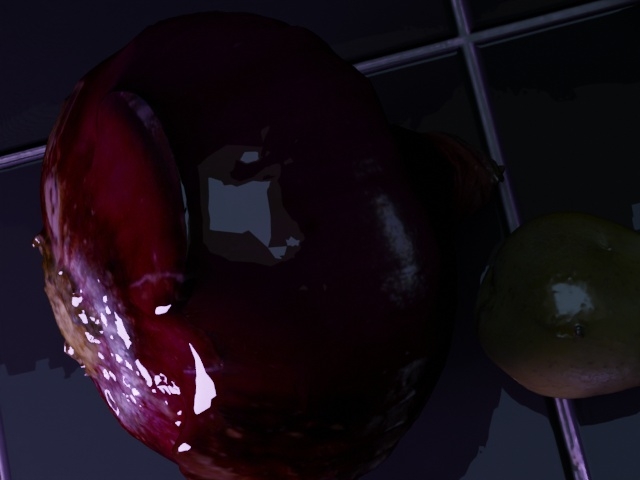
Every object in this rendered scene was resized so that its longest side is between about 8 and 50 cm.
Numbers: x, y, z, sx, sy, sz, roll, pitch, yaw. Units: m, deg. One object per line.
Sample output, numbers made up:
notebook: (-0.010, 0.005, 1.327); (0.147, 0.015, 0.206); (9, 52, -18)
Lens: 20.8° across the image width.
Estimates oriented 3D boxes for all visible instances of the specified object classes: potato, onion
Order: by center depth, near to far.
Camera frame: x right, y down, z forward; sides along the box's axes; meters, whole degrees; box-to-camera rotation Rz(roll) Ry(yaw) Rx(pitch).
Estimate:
onion: (0.000, 0.000, 1.411); (0.420, 0.398, 0.398); (-14, 70, -26)
potato: (0.230, 0.061, 1.449); (0.194, 0.157, 0.157); (14, 77, -1)
